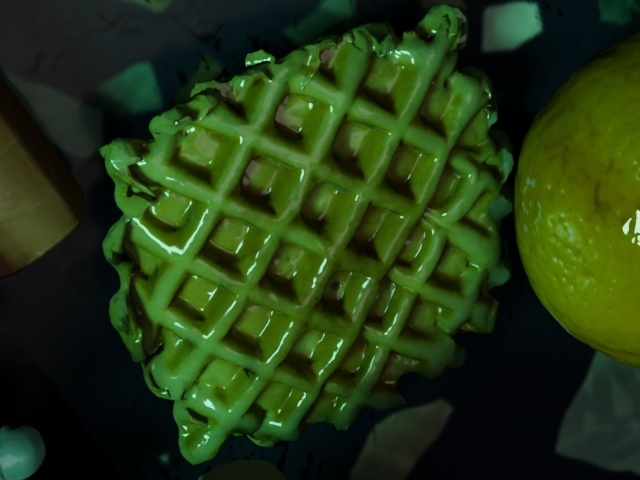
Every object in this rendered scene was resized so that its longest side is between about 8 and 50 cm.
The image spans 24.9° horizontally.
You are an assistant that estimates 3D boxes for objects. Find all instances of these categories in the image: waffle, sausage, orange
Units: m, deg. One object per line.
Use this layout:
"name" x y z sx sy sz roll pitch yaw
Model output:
"waffle" 0.000 0.000 0.696 0.214 0.054 0.208 -21 117 -13
"sausage" -0.170 -0.063 0.615 0.065 0.065 0.169 -36 116 -2
"orange" 0.179 -0.021 0.685 0.177 0.155 0.177 -15 152 -8

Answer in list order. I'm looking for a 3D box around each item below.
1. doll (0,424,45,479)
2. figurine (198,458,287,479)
"doll" -0.190 0.122 0.637 0.151 0.151 0.287 -8 107 -15
"figurine" 0.034 0.271 0.669 0.211 0.253 0.361 -37 140 9
